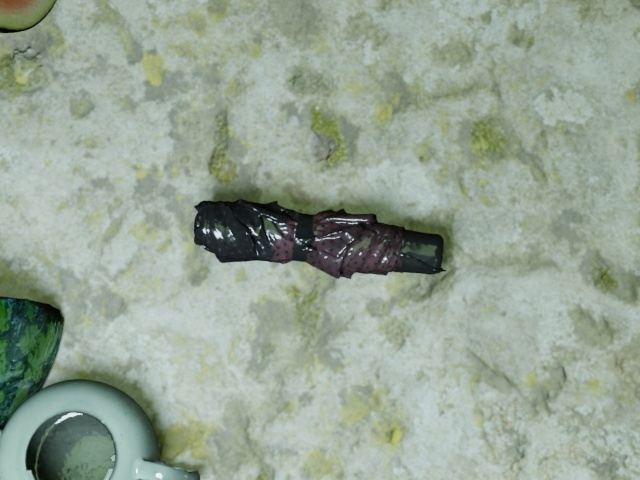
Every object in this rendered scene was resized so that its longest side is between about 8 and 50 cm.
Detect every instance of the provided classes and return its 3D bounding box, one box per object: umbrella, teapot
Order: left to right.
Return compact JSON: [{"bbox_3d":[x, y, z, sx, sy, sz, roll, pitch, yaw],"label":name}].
[{"bbox_3d":[-0.289,0.261,1.513,0.294,0.129,0.193,9,77,0],"label":"teapot"},{"bbox_3d":[0.000,0.000,1.611,0.326,0.094,0.090,7,90,0],"label":"umbrella"}]

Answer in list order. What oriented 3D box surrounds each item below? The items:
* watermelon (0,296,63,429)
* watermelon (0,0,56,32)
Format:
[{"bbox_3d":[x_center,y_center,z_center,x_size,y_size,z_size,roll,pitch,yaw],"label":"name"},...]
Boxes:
[{"bbox_3d":[-0.464,0.146,1.537,0.305,0.180,0.224,-8,120,-8],"label":"watermelon"},{"bbox_3d":[-0.434,-0.399,1.678,0.128,0.159,0.304,-6,77,27],"label":"watermelon"}]
